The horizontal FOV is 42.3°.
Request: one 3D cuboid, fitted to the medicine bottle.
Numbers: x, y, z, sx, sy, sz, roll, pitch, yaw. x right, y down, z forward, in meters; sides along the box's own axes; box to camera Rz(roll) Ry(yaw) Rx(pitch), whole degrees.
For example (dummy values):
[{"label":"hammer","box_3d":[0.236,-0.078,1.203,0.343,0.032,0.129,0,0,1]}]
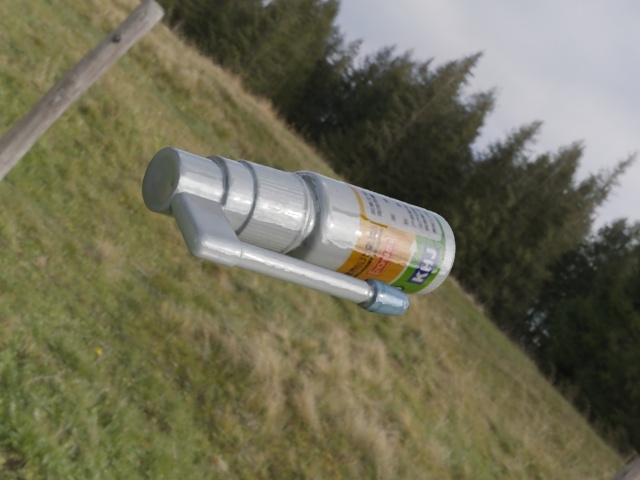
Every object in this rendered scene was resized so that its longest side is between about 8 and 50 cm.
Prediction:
[{"label":"medicine bottle","box_3d":[0.000,0.000,0.497,0.220,0.061,0.092,15,34,-42]}]
